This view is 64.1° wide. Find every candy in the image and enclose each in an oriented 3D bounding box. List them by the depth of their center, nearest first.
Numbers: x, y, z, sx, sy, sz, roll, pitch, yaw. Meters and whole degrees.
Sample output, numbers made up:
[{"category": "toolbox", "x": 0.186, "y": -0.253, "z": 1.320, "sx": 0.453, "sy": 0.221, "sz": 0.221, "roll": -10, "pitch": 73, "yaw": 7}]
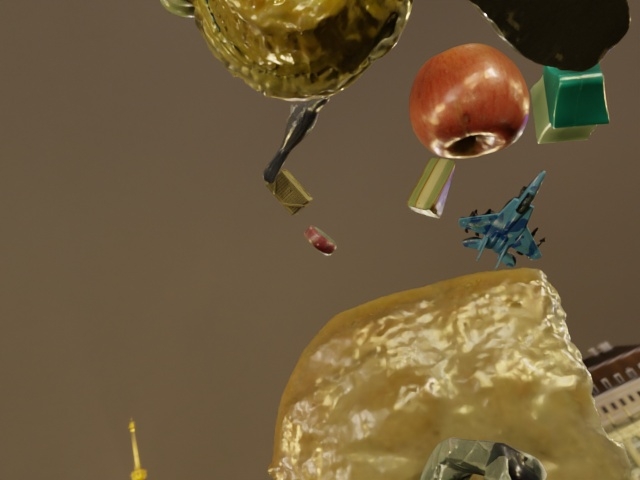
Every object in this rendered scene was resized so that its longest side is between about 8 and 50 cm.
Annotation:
[{"category": "candy", "x": 0.000, "y": 0.000, "z": 1.473, "sx": 0.043, "sy": 0.103, "sz": 0.103, "roll": -51, "pitch": -40, "yaw": 7}]

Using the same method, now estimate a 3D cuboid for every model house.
[{"category": "model house", "x": 0.457, "y": -0.260, "z": 0.929, "sx": 0.100, "sy": 0.127, "sz": 0.149, "roll": -5, "pitch": -11, "yaw": 7}]

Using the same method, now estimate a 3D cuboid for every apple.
[{"category": "apple", "x": 0.463, "y": -0.442, "z": 1.619, "sx": 0.363, "sy": 0.364, "sz": 0.364, "roll": -17, "pitch": -36, "yaw": -13}]

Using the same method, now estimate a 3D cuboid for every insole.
[{"category": "insole", "x": 0.150, "y": -0.188, "z": 0.372, "sx": 0.247, "sy": 0.011, "sz": 0.081, "roll": 15, "pitch": -54, "yaw": -35}]

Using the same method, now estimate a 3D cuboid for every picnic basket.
[{"category": "picnic basket", "x": -0.110, "y": -0.170, "z": 1.806, "sx": 0.079, "sy": 0.164, "sz": 0.115, "roll": -42, "pitch": 0, "yaw": 12}]

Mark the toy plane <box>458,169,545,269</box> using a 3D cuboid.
[{"category": "toy plane", "x": 0.360, "y": -0.044, "z": 0.960, "sx": 0.078, "sy": 0.169, "sz": 0.246, "roll": -54, "pitch": -15, "yaw": -45}]

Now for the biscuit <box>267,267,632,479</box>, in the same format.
[{"category": "biscuit", "x": 0.153, "y": 0.253, "z": 0.619, "sx": 0.445, "sy": 0.430, "sz": 0.104, "roll": -7, "pitch": -16, "yaw": 8}]

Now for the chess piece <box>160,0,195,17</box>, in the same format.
[{"category": "chess piece", "x": -0.308, "y": -0.622, "z": 1.128, "sx": 0.133, "sy": 0.133, "sz": 0.243, "roll": -17, "pitch": -9, "yaw": -12}]

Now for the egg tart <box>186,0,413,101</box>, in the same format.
[{"category": "egg tart", "x": -0.043, "y": -0.418, "z": 0.806, "sx": 0.387, "sy": 0.388, "sz": 0.169, "roll": -34, "pitch": 1, "yaw": 12}]

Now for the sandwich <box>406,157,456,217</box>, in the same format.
[{"category": "sandwich", "x": 0.297, "y": -0.152, "z": 1.359, "sx": 0.113, "sy": 0.079, "sz": 0.163, "roll": 15, "pitch": -88, "yaw": -64}]

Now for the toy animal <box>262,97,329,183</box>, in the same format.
[{"category": "toy animal", "x": -0.077, "y": -0.370, "z": 1.658, "sx": 0.081, "sy": 0.206, "sz": 0.367, "roll": 32, "pitch": -67, "yaw": -24}]

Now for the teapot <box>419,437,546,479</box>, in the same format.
[{"category": "teapot", "x": 0.098, "y": 0.288, "z": 0.458, "sx": 0.163, "sy": 0.222, "sz": 0.178, "roll": 0, "pitch": -8, "yaw": -7}]
